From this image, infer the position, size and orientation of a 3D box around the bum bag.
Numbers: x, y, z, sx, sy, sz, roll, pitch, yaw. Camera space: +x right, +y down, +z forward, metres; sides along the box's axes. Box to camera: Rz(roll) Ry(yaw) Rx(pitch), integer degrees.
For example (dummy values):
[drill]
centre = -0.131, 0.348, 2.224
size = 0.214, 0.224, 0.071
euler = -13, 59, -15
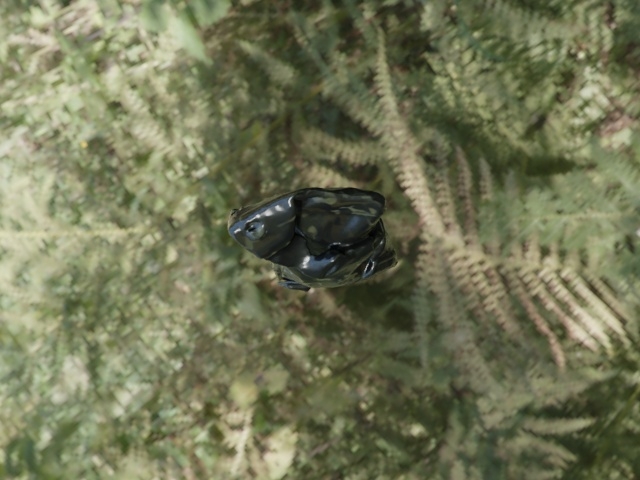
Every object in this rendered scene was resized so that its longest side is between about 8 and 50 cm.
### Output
[bum bag]
centre = 0.001, -0.001, 0.855
size = 0.248, 0.102, 0.069
euler = 57, -168, -81
